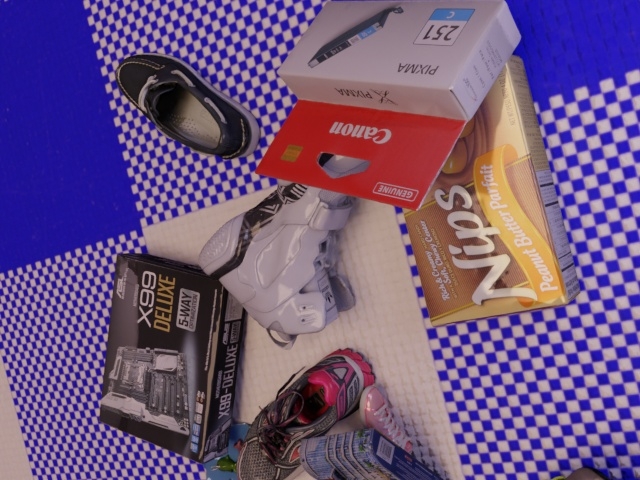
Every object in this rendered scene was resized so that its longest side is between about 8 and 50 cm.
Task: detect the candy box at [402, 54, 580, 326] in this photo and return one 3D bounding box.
[{"bbox_3d":[0.202,-0.060,0.981,0.183,0.087,0.316,-14,90,31],"label":"candy box"}]

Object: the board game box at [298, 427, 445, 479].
[{"bbox_3d":[0.063,0.355,1.106,0.194,0.060,0.194,-24,126,41],"label":"board game box"}]

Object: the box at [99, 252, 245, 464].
[{"bbox_3d":[-0.253,0.191,1.293,0.242,0.076,0.307,12,98,29],"label":"box"}]

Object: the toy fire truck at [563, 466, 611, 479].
[{"bbox_3d":[0.310,0.428,0.921,0.246,0.158,0.217,-40,87,-1],"label":"toy fire truck"}]

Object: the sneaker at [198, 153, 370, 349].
[{"bbox_3d":[0.000,0.000,1.096,0.366,0.137,0.210,-40,84,27],"label":"sneaker"}]

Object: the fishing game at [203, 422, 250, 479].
[{"bbox_3d":[-0.134,0.406,1.294,0.264,0.041,0.189,43,114,19],"label":"fishing game"}]

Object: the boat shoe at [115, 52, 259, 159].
[{"bbox_3d":[-0.235,-0.226,1.222,0.302,0.091,0.114,28,111,25],"label":"boat shoe"}]

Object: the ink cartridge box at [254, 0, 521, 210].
[{"bbox_3d":[0.059,-0.184,0.945,0.296,0.066,0.261,16,68,44],"label":"ink cartridge box"}]

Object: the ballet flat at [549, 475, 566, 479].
[{"bbox_3d":[0.282,0.413,1.024,0.077,0.077,0.231,25,114,57],"label":"ballet flat"}]

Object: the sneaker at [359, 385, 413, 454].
[{"bbox_3d":[0.102,0.280,1.120,0.070,0.051,0.134,0,104,35],"label":"sneaker"}]

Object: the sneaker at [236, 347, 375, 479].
[{"bbox_3d":[-0.048,0.282,1.172,0.121,0.112,0.299,45,115,18],"label":"sneaker"}]
